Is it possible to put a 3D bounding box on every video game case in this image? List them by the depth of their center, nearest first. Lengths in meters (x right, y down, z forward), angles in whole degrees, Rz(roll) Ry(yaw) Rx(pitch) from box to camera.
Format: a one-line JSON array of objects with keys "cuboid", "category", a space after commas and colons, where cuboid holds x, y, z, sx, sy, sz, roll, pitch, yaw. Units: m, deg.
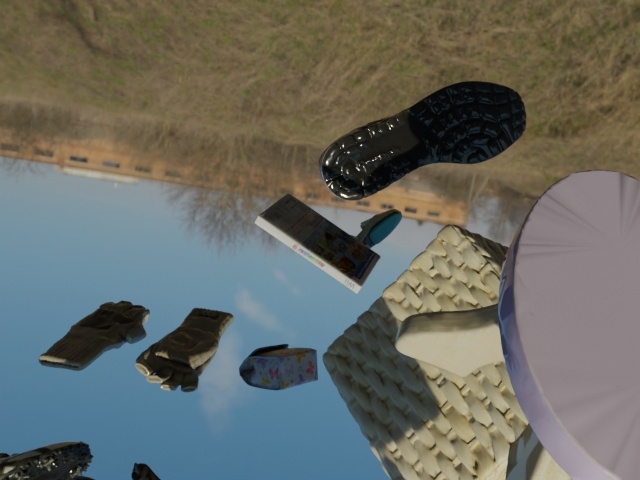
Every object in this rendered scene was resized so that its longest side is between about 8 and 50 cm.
[{"cuboid": [0.000, 0.000, 0.676, 0.122, 0.011, 0.087, 34, -154, 4], "category": "video game case"}]

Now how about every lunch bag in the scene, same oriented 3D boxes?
[{"cuboid": [-0.056, 0.162, 0.860, 0.071, 0.053, 0.083, -2, 176, -45], "category": "lunch bag"}]

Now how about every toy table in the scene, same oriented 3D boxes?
[{"cuboid": [0.198, 0.088, 0.520, 0.252, 0.161, 0.274, 30, -129, 9], "category": "toy table"}]

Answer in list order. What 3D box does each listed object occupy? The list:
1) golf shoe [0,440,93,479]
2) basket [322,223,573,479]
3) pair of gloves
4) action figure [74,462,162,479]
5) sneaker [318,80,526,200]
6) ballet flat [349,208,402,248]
[{"cuboid": [-0.376, 0.276, 0.786, 0.198, 0.077, 0.094, -19, -145, -32], "category": "golf shoe"}, {"cuboid": [0.236, 0.198, 0.973, 0.266, 0.328, 0.331, 24, -156, -44], "category": "basket"}, {"cuboid": [-0.269, 0.154, 1.001, 0.240, 0.042, 0.204, 5, -160, 6], "category": "pair of gloves"}, {"cuboid": [-0.235, 0.297, 0.631, 0.164, 0.141, 0.275, -29, 163, 8], "category": "action figure"}, {"cuboid": [0.129, -0.146, 0.902, 0.283, 0.107, 0.124, -17, -165, -1], "category": "sneaker"}, {"cuboid": [0.080, -0.007, 1.241, 0.052, 0.168, 0.057, 40, 171, 34], "category": "ballet flat"}]
